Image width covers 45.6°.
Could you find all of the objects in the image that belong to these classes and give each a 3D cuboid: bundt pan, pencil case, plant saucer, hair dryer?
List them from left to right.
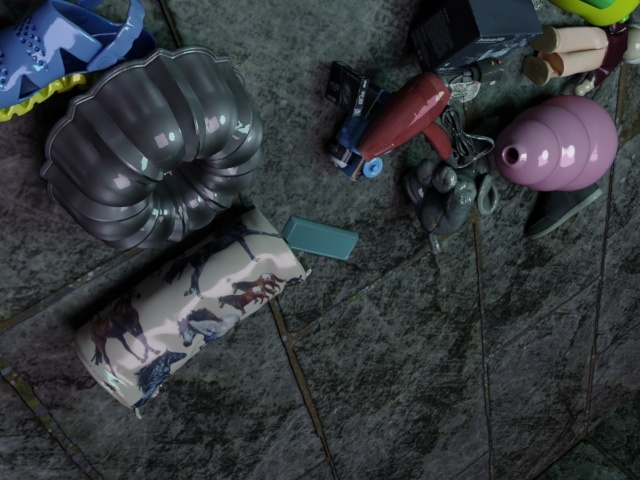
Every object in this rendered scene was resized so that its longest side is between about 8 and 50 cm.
[{"bbox_3d":[-0.215,-0.109,1.079,0.330,0.124,0.331,-32,157,-15],"label":"bundt pan"},{"bbox_3d":[-0.209,0.111,1.307,0.410,0.160,0.184,-37,130,-12],"label":"pencil case"},{"bbox_3d":[0.000,0.000,1.504,0.192,0.018,0.067,14,111,-44],"label":"plant saucer"},{"bbox_3d":[0.198,-0.194,1.340,0.293,0.080,0.224,-13,128,-17],"label":"hair dryer"}]

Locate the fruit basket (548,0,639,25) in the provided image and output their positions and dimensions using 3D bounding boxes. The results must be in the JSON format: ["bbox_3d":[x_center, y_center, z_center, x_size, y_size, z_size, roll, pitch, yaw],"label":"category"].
[{"bbox_3d":[0.396,-0.497,1.182,0.391,0.392,0.283,-4,123,-38],"label":"fruit basket"}]

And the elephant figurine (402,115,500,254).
[{"bbox_3d":[0.298,-0.120,1.569,0.239,0.169,0.186,-28,167,-42],"label":"elephant figurine"}]

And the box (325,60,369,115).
[{"bbox_3d":[0.045,-0.257,1.290,0.018,0.083,0.067,-9,127,-36],"label":"box"}]

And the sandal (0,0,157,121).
[{"bbox_3d":[-0.339,-0.243,0.937,0.317,0.126,0.138,-25,159,-35],"label":"sandal"}]

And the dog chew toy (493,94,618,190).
[{"bbox_3d":[0.474,-0.194,1.578,0.331,0.206,0.207,-15,130,-46],"label":"dog chew toy"}]

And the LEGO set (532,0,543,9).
[{"bbox_3d":[0.408,-0.462,1.477,0.083,0.023,0.054,-22,133,-25],"label":"LEGO set"}]

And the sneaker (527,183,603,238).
[{"bbox_3d":[0.570,-0.100,1.865,0.083,0.118,0.222,-27,167,-48],"label":"sneaker"}]

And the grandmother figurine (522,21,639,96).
[{"bbox_3d":[0.586,-0.402,1.619,0.342,0.104,0.208,-16,139,-27],"label":"grandmother figurine"}]

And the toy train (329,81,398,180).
[{"bbox_3d":[0.084,-0.197,1.378,0.105,0.080,0.184,21,106,-38],"label":"toy train"}]

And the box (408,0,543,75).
[{"bbox_3d":[0.268,-0.362,1.329,0.155,0.093,0.158,-12,171,-32],"label":"box"}]
